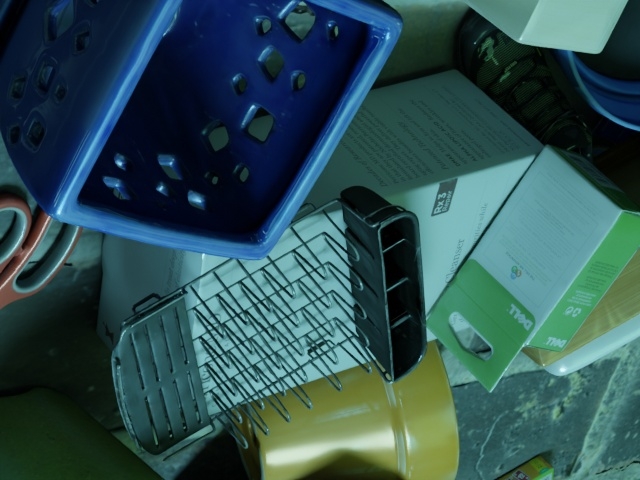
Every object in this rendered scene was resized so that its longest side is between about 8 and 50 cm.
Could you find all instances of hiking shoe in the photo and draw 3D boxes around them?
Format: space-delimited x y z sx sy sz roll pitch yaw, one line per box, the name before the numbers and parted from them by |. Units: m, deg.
hiking shoe | 0.214 -0.126 1.779 0.086 0.114 0.227 -40 120 -10

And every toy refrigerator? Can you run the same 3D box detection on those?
toy refrigerator | 0.125 -0.258 1.481 0.102 0.269 0.094 2 122 -43

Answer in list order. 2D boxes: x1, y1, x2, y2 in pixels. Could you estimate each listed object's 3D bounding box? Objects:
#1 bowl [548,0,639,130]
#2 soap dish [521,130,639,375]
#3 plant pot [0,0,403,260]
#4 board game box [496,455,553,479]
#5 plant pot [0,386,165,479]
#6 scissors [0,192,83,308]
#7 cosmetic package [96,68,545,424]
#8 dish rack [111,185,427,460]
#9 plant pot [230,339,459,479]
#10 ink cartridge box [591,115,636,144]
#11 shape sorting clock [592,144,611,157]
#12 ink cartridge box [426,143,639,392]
bowl | 0.372 -0.293 1.803 0.391 0.077 0.391 -18 128 -25
soap dish | 0.295 0.000 1.877 0.291 0.229 0.118 -29 111 -6
plant pot | -0.118 -0.146 1.403 0.236 0.212 0.236 13 115 -47
board game box | 0.178 0.371 2.295 0.259 0.039 0.124 -28 138 -26
plant pot | -0.228 0.275 1.648 0.276 0.254 0.276 -25 138 -26
scissors | -0.305 0.080 1.589 0.109 0.021 0.297 15 112 -48
cosmetic package | 0.000 0.000 1.692 0.385 0.156 0.217 -19 137 -32
dish rack | -0.042 0.082 1.544 0.271 0.074 0.208 -29 140 -19
plant pot | 0.014 0.169 1.845 0.188 0.205 0.205 -13 134 -14
ink cartridge box | 0.451 -0.136 2.068 0.333 0.065 0.165 13 115 -47
shape sorting clock | 0.267 -0.011 2.026 0.206 0.040 0.206 -25 138 -25
ink cartridge box | 0.198 0.029 1.689 0.062 0.109 0.209 14 115 -48
